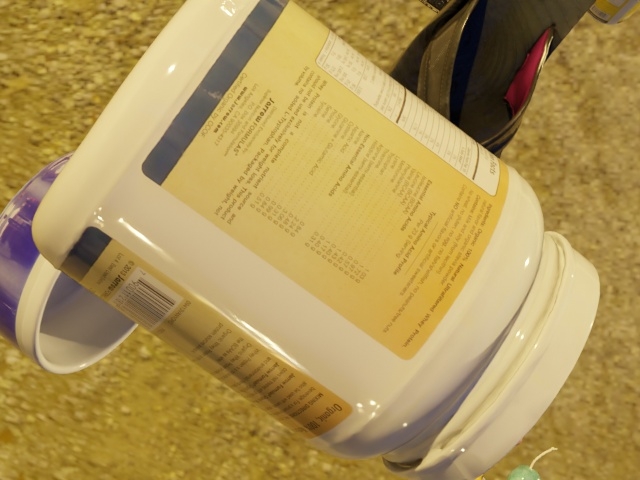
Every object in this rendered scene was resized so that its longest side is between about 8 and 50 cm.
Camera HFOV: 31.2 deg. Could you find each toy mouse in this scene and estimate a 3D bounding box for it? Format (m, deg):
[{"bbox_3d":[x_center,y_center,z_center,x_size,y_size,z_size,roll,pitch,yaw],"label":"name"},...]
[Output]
[{"bbox_3d":[0.222,0.275,1.409,0.031,0.143,0.161,-1,75,-57],"label":"toy mouse"}]

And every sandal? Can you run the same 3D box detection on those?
[{"bbox_3d":[0.185,-0.203,1.281,0.167,0.107,0.446,28,105,-10],"label":"sandal"}]

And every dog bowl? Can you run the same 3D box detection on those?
[{"bbox_3d":[-0.284,0.024,1.381,0.265,0.104,0.265,-47,158,-26],"label":"dog bowl"}]

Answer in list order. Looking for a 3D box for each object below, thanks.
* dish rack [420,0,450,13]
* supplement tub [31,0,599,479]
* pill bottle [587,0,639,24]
[{"bbox_3d":[0.212,-0.422,1.622,0.208,0.271,0.074,36,46,6],"label":"dish rack"},{"bbox_3d":[0.000,0.000,0.754,0.316,0.228,0.228,36,71,-9],"label":"supplement tub"},{"bbox_3d":[0.527,-0.452,1.960,0.103,0.184,0.103,3,74,-12],"label":"pill bottle"}]
